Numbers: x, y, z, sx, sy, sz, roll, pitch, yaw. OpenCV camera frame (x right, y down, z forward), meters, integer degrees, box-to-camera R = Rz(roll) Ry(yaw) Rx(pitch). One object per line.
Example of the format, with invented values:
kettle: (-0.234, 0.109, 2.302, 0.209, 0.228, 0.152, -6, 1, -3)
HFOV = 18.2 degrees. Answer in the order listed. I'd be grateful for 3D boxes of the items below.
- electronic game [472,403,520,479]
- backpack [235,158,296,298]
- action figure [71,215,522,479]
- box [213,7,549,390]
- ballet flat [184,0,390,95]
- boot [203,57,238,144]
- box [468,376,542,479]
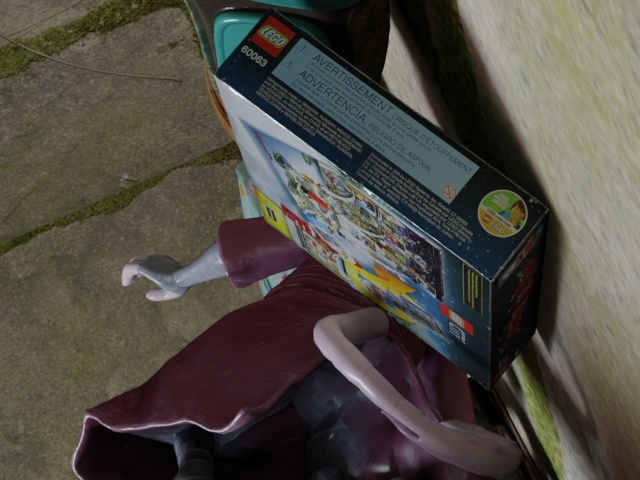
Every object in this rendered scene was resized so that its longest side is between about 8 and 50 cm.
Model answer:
electronic game: (0.124, 0.210, 1.391, 0.229, 0.048, 0.229, 158, 90, -87)
backpack: (0.000, 0.000, 1.641, 0.152, 0.115, 0.182, 71, -173, -82)
action figure: (0.003, 0.052, 1.231, 0.248, 0.276, 0.370, 36, -142, -3)
box: (0.034, -0.012, 0.988, 0.159, 0.044, 0.233, 36, 170, 13)
ballet flat: (-0.017, -0.150, 0.955, 0.348, 0.123, 0.123, 82, 164, -74)
boot: (-0.043, -0.192, 1.279, 0.220, 0.109, 0.283, 78, 176, -59)
box: (0.159, 0.211, 1.482, 0.201, 0.021, 0.164, 69, 176, -53)
